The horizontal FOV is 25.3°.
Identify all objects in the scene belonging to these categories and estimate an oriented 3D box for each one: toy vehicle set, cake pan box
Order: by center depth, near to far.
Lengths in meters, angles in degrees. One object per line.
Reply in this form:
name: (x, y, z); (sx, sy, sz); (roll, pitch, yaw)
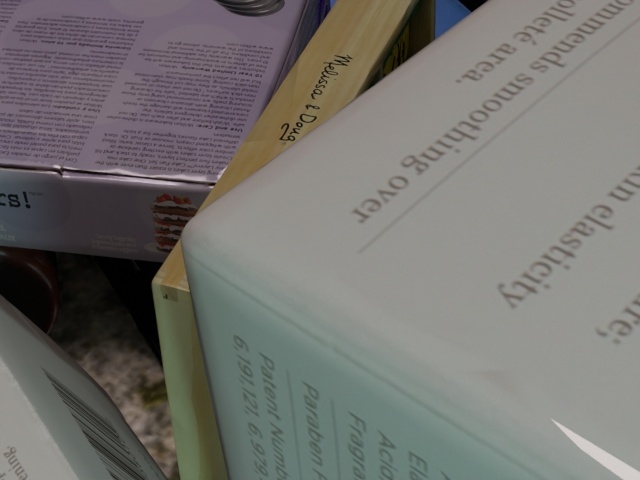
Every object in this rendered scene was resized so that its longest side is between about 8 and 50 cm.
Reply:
toy vehicle set: (0.000, 0.000, 0.672); (0.035, 0.166, 0.267); (11, 43, 16)
cake pan box: (-0.144, -0.097, 0.838); (0.267, 0.070, 0.246); (5, 41, 9)

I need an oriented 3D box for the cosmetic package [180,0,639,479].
cosmetic package: (0.210, 0.106, 0.547); (0.393, 0.327, 0.329); (31, 54, 33)

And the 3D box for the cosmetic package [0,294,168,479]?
cosmetic package: (-0.214, 0.199, 0.526); (0.365, 0.155, 0.197); (-40, 50, -3)

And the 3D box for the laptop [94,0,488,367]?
laptop: (-0.026, -0.072, 0.901); (0.264, 0.136, 0.234); (-22, 45, -18)

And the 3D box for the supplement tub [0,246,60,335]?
supplement tub: (-0.220, -0.020, 0.886); (0.106, 0.106, 0.198); (-11, 43, -6)
